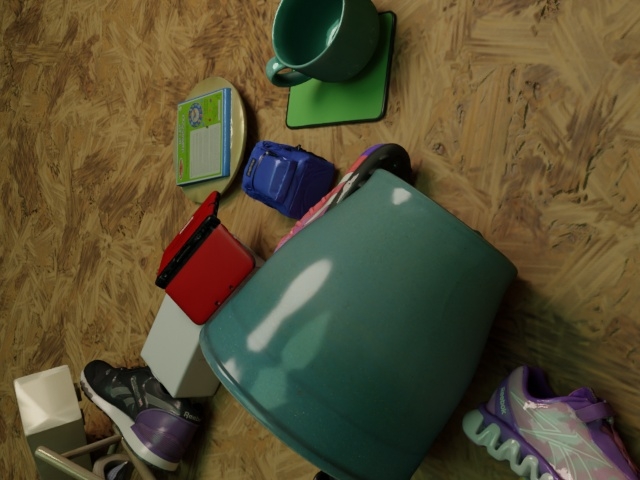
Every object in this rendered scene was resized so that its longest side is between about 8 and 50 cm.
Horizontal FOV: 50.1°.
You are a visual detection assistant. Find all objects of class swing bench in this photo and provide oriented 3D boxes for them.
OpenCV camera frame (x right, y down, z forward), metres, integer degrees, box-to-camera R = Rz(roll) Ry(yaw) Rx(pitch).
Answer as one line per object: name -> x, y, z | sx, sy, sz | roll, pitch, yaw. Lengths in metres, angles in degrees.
swing bench -> -0.322, 0.464, 1.041 | 0.255, 0.165, 0.253 | 30, 107, 27

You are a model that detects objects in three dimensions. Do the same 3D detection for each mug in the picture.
mug -> 0.005, -0.276, 0.920 | 0.158, 0.097, 0.129 | -2, 82, 44

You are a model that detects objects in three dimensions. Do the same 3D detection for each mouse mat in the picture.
mouse mat -> 0.023, -0.237, 0.968 | 0.190, 0.007, 0.152 | 4, 85, 44

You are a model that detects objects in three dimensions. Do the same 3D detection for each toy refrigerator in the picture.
toy refrigerator -> -0.443, 0.327, 1.165 | 0.102, 0.094, 0.269 | 61, 153, 32

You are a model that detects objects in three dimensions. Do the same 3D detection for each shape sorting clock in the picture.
shape sorting clock -> -0.183, -0.164, 1.122 | 0.206, 0.040, 0.206 | -5, 83, 43

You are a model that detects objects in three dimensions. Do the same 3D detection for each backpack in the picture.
backpack -> -0.056, -0.092, 0.953 | 0.120, 0.101, 0.097 | 30, 96, 45

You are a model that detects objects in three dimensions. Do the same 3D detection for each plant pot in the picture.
plant pot -> 0.058, 0.075, 0.720 | 0.255, 0.272, 0.272 | -53, 51, 5

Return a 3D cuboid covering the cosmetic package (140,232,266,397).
cosmetic package -> -0.176, 0.111, 1.039 | 0.117, 0.086, 0.231 | 39, 110, 40

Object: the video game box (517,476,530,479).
video game box -> 0.216, 0.364, 0.655 | 0.187, 0.048, 0.205 | 41, 110, 37

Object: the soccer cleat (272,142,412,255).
soccer cleat -> 0.000, 0.000, 0.884 | 0.116, 0.109, 0.318 | 48, 117, 41

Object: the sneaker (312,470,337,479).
sneaker -> 0.043, 0.333, 0.734 | 0.079, 0.121, 0.216 | -49, 37, 26

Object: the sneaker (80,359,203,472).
sneaker -> -0.284, 0.250, 1.123 | 0.283, 0.107, 0.124 | 28, 82, 42

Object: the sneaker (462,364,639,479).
sneaker -> 0.245, 0.195, 0.631 | 0.236, 0.095, 0.104 | 33, 98, 42

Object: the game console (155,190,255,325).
game console -> -0.161, 0.024, 0.974 | 0.144, 0.085, 0.124 | -46, 24, 24
